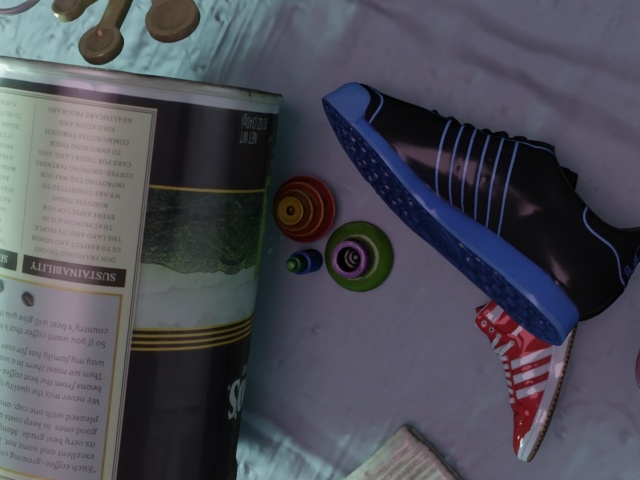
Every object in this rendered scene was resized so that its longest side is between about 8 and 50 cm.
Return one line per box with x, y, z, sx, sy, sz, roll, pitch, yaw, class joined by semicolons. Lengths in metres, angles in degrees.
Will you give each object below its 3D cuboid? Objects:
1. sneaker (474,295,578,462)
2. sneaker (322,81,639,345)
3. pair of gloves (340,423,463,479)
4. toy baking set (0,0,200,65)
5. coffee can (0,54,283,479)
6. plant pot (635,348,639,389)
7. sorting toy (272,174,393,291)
0.128;0.082;0.647;0.067;0.042;0.118;15;92;15;sneaker
0.102;-0.038;0.636;0.090;0.081;0.232;-41;68;-10;sneaker
0.060;0.279;0.692;0.204;0.042;0.240;-39;81;20;pair of gloves
-0.144;-0.215;0.679;0.256;0.030;0.197;25;66;28;toy baking set
-0.141;0.025;0.661;0.201;0.201;0.275;11;98;20;coffee can
0.301;0.097;0.513;0.201;0.201;0.180;-32;99;21;plant pot
0.000;0.000;0.690;0.102;0.042;0.061;42;108;13;sorting toy
